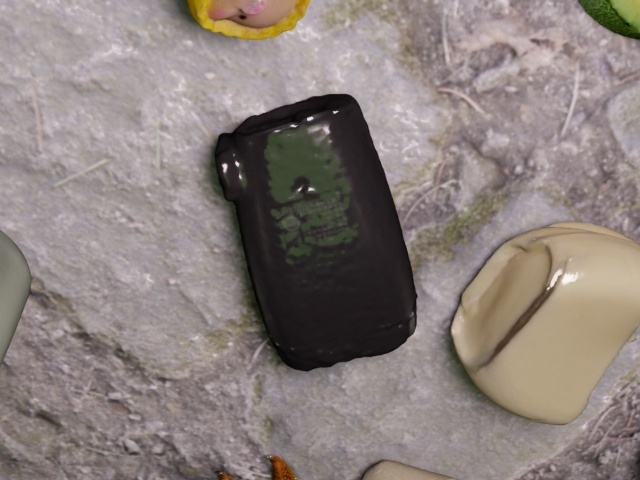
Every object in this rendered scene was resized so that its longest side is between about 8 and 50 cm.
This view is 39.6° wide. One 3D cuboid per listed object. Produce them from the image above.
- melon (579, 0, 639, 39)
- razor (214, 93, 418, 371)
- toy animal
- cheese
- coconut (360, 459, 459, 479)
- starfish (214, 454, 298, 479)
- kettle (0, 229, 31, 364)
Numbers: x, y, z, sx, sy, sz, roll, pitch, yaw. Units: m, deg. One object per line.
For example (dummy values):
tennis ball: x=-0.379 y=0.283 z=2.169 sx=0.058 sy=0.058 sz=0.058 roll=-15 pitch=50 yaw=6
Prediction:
melon: x=0.377 y=-0.266 z=0.942 sx=0.209 sy=0.064 sz=0.118 roll=-14 pitch=115 yaw=-1
razor: x=0.000 y=0.001 z=1.024 sx=0.189 sy=0.107 sz=0.327 roll=-16 pitch=119 yaw=2
toy animal: x=-0.104 y=-0.290 z=0.834 sx=0.156 sy=0.156 sz=0.230 roll=-38 pitch=131 yaw=15
cheese: x=0.301 y=0.103 z=1.104 sx=0.233 sy=0.127 sz=0.266 roll=21 pitch=118 yaw=-20
coconut: x=0.121 y=0.410 z=1.217 sx=0.202 sy=0.222 sz=0.202 roll=-23 pitch=156 yaw=-11
starfish: x=-0.057 y=0.399 z=1.281 sx=0.240 sy=0.043 sz=0.227 roll=-22 pitch=120 yaw=3
kettle: x=-0.445 y=0.096 z=0.947 sx=0.240 sy=0.255 sz=0.165 roll=17 pitch=119 yaw=-14
